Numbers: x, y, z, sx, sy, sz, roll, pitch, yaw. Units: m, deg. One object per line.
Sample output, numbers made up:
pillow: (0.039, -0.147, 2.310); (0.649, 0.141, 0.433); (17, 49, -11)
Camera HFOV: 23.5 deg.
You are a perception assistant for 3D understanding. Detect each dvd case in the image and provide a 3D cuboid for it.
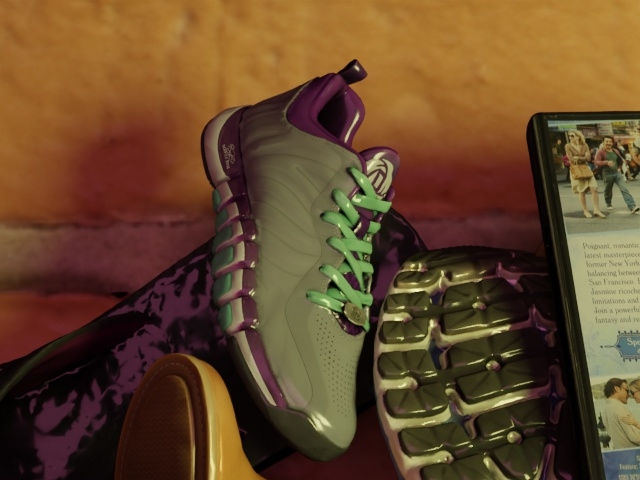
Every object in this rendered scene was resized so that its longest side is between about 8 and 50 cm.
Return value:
dvd case: (0.206, 0.044, 0.764); (0.180, 0.022, 0.253); (-1, 62, -6)

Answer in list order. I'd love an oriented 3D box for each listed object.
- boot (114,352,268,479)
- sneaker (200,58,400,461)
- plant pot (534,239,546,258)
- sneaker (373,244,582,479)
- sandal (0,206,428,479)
boot: (-0.021, 0.142, 0.779); (0.152, 0.073, 0.197); (-11, 102, -42)
sneaker: (0.000, 0.000, 0.786); (0.098, 0.083, 0.223); (-29, 51, 20)
plant pot: (0.229, 0.049, 0.848); (0.237, 0.110, 0.237); (0, 70, 0)
sneaker: (0.088, 0.154, 0.787); (0.130, 0.147, 0.330); (-1, 61, -10)
sandal: (-0.126, 0.110, 0.817); (0.446, 0.107, 0.167); (-39, 76, -15)
